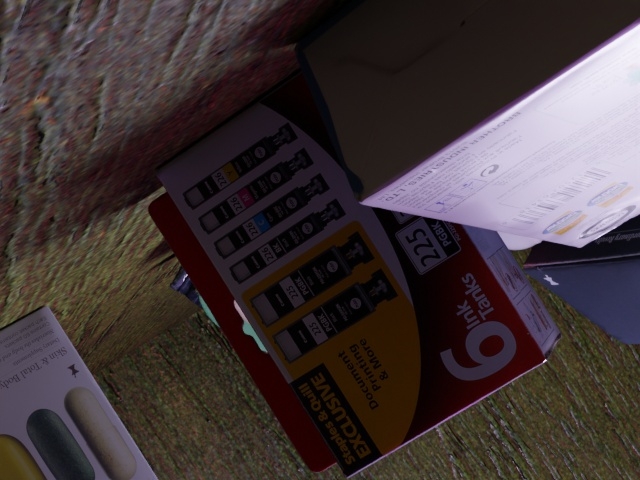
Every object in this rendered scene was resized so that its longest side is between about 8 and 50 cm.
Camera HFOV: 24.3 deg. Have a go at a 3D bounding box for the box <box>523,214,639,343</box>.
[{"bbox_3d":[0.501,-0.080,1.967,0.395,0.212,0.293,-60,-159,-17],"label":"box"}]

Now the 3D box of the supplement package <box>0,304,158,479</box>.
[{"bbox_3d":[-0.351,0.254,1.706,0.199,0.262,0.198,-31,177,-36],"label":"supplement package"}]

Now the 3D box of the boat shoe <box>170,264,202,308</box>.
[{"bbox_3d":[-0.132,0.009,2.054,0.183,0.083,0.065,-60,-172,-20],"label":"boat shoe"}]

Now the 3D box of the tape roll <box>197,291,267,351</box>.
[{"bbox_3d":[0.008,0.042,1.851,0.321,0.077,0.321,2,147,1],"label":"tape roll"}]

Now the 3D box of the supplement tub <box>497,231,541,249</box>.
[{"bbox_3d":[0.218,-0.137,1.463,0.325,0.235,0.235,-33,177,13],"label":"supplement tub"}]

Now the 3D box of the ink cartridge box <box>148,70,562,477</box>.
[{"bbox_3d":[0.009,0.031,1.287,0.272,0.309,0.130,-34,177,16],"label":"ink cartridge box"}]

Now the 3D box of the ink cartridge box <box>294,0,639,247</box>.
[{"bbox_3d":[0.215,-0.125,1.151,0.270,0.151,0.395,-33,154,31],"label":"ink cartridge box"}]
